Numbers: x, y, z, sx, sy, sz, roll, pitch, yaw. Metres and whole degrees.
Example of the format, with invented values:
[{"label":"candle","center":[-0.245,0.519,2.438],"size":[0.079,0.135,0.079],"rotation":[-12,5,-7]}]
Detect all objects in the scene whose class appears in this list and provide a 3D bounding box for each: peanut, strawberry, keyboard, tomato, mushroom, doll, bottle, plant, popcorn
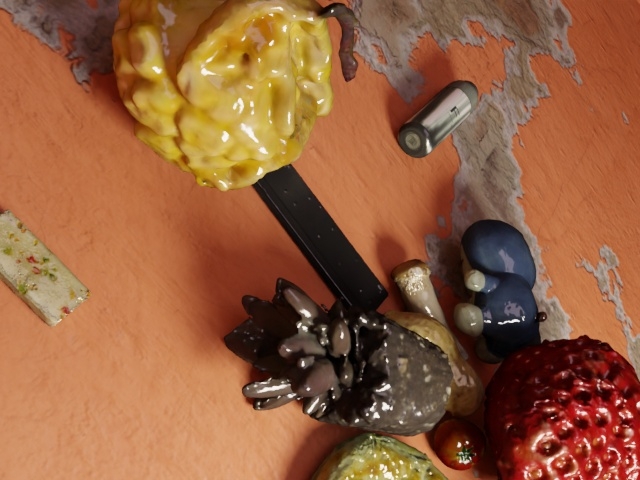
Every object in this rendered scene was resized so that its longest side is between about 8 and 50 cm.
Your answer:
[{"label":"peanut","center":[0.188,0.202,1.247],"size":[0.103,0.098,0.229],"rotation":[-40,95,-29]},{"label":"strawberry","center":[0.397,0.319,1.205],"size":[0.345,0.295,0.317],"rotation":[4,108,-65]},{"label":"keyboard","center":[0.000,0.000,1.239],"size":[0.310,0.018,0.101],"rotation":[53,47,-9]},{"label":"tomato","center":[0.230,0.337,1.241],"size":[0.087,0.087,0.075],"rotation":[38,16,-21]},{"label":"mushroom","center":[0.195,0.127,1.313],"size":[0.209,0.071,0.084],"rotation":[61,5,-8]},{"label":"doll","center":[0.324,0.081,1.380],"size":[0.228,0.154,0.258],"rotation":[47,30,-43]},{"label":"bottle","center":[0.246,-0.247,1.510],"size":[0.253,0.079,0.096],"rotation":[-45,139,-41]},{"label":"plant","center":[0.031,0.171,1.077],"size":[0.320,0.181,0.194],"rotation":[23,67,-30]},{"label":"popcorn","center":[-0.108,-0.256,1.048],"size":[0.349,0.381,0.349],"rotation":[15,71,-50]}]

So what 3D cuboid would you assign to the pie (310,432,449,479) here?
[{"label":"pie","center":[0.097,0.427,1.087],"size":[0.302,0.067,0.302],"rotation":[14,64,-30]}]

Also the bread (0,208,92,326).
[{"label":"bread","center":[-0.362,0.034,0.924],"size":[0.154,0.028,0.068],"rotation":[49,51,-10]}]

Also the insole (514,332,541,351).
[{"label":"insole","center":[0.408,0.258,1.466],"size":[0.119,0.009,0.348],"rotation":[9,66,-35]}]
